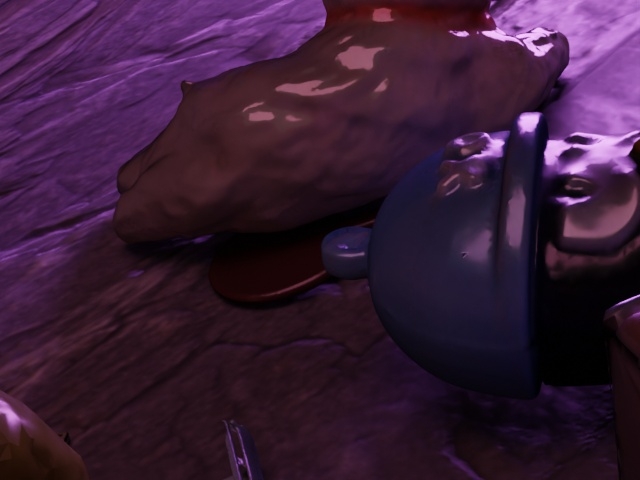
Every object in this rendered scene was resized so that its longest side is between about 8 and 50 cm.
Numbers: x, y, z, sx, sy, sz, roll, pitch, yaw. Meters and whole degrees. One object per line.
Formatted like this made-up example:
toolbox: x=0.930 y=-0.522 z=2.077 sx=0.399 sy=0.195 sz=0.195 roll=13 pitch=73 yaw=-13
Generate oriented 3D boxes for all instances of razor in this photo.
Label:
razor: x=-0.093 y=0.146 z=0.721 sx=0.135 sy=0.040 sz=0.068 roll=-22 pitch=33 yaw=0

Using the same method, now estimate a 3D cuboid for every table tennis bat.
table tennis bat: x=0.000 y=0.000 z=0.912 sx=0.155 sy=0.019 sz=0.098 roll=-18 pitch=31 yaw=1

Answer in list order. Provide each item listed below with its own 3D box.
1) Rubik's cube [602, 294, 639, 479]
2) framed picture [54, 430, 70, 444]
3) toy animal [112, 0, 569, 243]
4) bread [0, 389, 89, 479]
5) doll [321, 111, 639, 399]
Rubik's cube: x=0.244 y=0.122 z=0.434 sx=0.225 sy=0.231 sz=0.221 roll=-20 pitch=34 yaw=-9
framed picture: x=-0.266 y=0.175 z=0.773 sx=0.231 sy=0.010 sz=0.173 roll=-6 pitch=34 yaw=15
toy animal: x=-0.012 y=-0.124 z=0.955 sx=0.308 sy=0.188 sz=0.266 roll=-2 pitch=38 yaw=23
bread: x=-0.275 y=0.159 z=0.523 sx=0.308 sy=0.348 sz=0.348 roll=17 pitch=45 yaw=31
doll: x=0.153 y=0.003 z=0.730 sx=0.314 sy=0.141 sz=0.177 roll=-3 pitch=29 yaw=14
